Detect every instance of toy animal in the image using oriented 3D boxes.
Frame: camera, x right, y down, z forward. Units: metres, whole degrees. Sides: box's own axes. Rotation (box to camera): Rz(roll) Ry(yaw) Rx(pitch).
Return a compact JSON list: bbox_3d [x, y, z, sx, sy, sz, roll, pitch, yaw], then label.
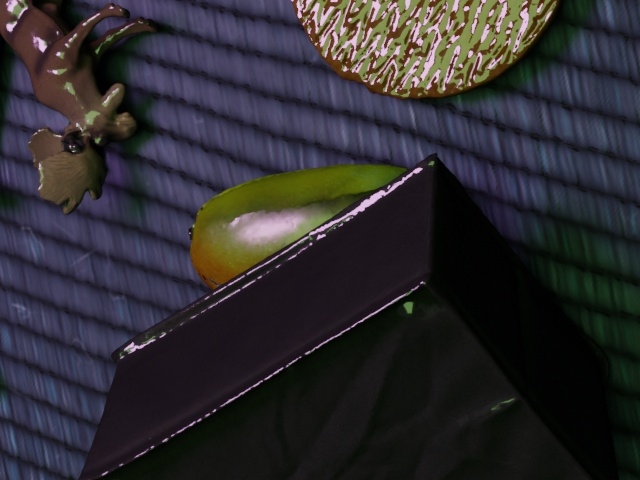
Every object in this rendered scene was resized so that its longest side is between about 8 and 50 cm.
[{"bbox_3d":[-0.231,-0.148,1.444,0.186,0.094,0.214,-45,70,13],"label":"toy animal"}]

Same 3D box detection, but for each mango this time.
[{"bbox_3d":[0.000,0.000,1.345,0.233,0.111,0.125,-7,123,12],"label":"mango"}]

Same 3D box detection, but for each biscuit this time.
[{"bbox_3d":[0.091,-0.247,1.333,0.262,0.037,0.262,1,94,21],"label":"biscuit"}]

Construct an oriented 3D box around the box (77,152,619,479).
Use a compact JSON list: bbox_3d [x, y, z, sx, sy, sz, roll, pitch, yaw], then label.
[{"bbox_3d":[0.023,0.144,1.245,0.345,0.204,0.251,-33,111,20],"label":"box"}]
